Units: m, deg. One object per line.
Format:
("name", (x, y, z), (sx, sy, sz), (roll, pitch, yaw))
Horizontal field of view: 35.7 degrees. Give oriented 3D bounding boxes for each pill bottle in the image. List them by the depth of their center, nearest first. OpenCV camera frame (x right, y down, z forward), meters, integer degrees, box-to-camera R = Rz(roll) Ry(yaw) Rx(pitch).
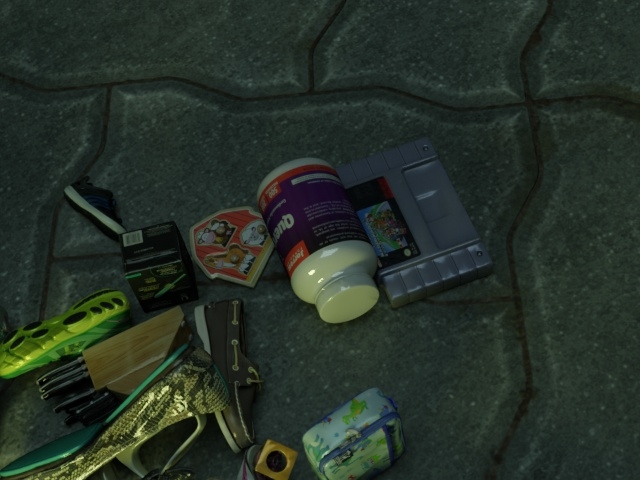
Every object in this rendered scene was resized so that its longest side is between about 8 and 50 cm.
("pill bottle", (0.000, 0.000, 1.998), (0.182, 0.181, 0.322), (-21, 57, -5))

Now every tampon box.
("tampon box", (-0.328, 0.055, 2.021), (0.121, 0.161, 0.101), (-14, 57, -2))

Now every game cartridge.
("game cartridge", (0.185, -0.045, 2.075), (0.230, 0.068, 0.355), (-17, 57, -8))

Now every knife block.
("knife block", (-0.411, 0.241, 1.959), (0.242, 0.088, 0.275), (14, 62, 15))

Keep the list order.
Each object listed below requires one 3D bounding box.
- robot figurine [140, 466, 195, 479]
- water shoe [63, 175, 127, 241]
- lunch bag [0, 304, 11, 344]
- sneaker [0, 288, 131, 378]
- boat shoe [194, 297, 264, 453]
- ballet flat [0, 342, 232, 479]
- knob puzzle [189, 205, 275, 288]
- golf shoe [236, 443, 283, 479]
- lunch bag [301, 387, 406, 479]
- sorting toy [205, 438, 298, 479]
("robot figurine", (-0.308, 0.521, 1.736), (0.291, 0.085, 0.211), (-28, 101, -17))
("water shoe", (-0.480, -0.077, 2.179), (0.203, 0.073, 0.080), (36, 67, 25))
("lunch bag", (-0.750, 0.205, 1.955), (0.279, 0.224, 0.107), (-23, 62, -2))
("sneaker", (-0.504, 0.207, 1.964), (0.296, 0.123, 0.109), (-25, 35, -18))
("boat shoe", (-0.165, 0.250, 1.907), (0.097, 0.116, 0.324), (-18, 52, 0))
("ballet flat", (-0.364, 0.377, 1.800), (0.483, 0.164, 0.182), (-34, 93, 12))
("knob puzzle", (-0.194, 0.000, 2.115), (0.213, 0.030, 0.213), (-4, 58, 6))
("golf shoe", (-0.120, 0.465, 1.803), (0.086, 0.067, 0.186), (-15, 58, 47))
("lunch bag", (0.064, 0.356, 1.743), (0.176, 0.219, 0.090), (-31, 60, -12))
("sorting toy", (-0.121, 0.512, 1.710), (0.196, 0.047, 0.347), (14, 70, -9))
